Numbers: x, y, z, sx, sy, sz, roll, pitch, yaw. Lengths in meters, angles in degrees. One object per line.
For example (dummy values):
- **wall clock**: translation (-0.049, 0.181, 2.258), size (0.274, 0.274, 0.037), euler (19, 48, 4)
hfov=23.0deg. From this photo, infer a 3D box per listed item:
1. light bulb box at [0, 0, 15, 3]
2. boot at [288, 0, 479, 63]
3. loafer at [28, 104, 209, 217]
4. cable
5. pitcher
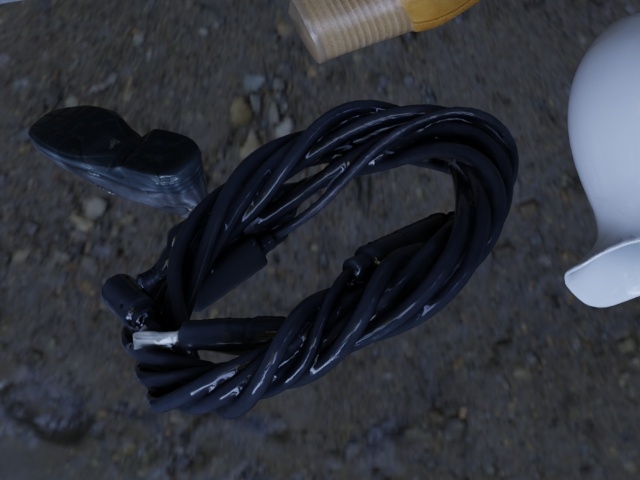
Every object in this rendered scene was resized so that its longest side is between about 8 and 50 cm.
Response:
- **light bulb box**: translation (-0.283, -0.278, 0.660), size (0.361, 0.358, 0.225), euler (36, 110, 6)
- **boot**: translation (0.030, -0.297, 1.188), size (0.211, 0.104, 0.295), euler (-28, 91, -7)
- **loafer**: translation (-0.157, -0.057, 1.208), size (0.170, 0.062, 0.061), euler (22, 146, 35)
- **cable**: translation (0.000, 0.000, 0.636), size (0.184, 0.150, 0.047), euler (-29, 116, -5)
- **pitcher**: translation (0.270, -0.061, 1.157), size (0.177, 0.207, 0.125), euler (-1, 153, 15)
